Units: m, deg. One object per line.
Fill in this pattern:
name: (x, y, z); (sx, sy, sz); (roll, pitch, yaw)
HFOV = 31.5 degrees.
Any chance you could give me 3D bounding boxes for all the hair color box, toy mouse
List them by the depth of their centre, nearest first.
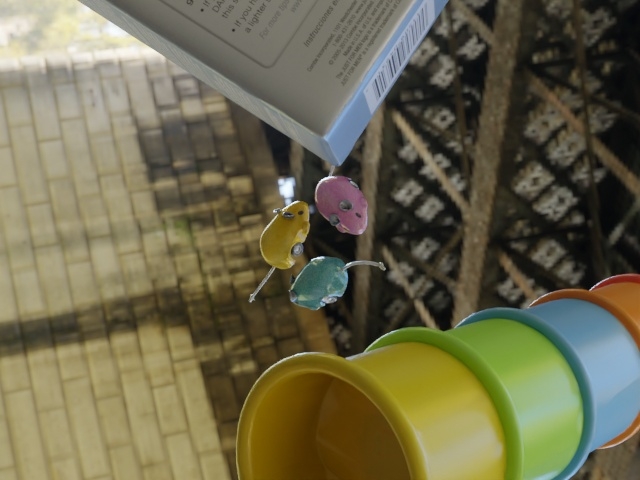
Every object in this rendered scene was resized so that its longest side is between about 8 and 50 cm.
hair color box: (-0.094, -0.239, 0.873); (0.374, 0.185, 0.113); (34, -2, 9)
toy mouse: (0.000, 0.000, 0.958); (0.143, 0.031, 0.161); (28, -86, 49)

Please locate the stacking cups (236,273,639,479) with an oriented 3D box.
stacking cups: (0.101, 0.072, 0.532); (0.096, 0.316, 0.096); (6, -80, 39)
